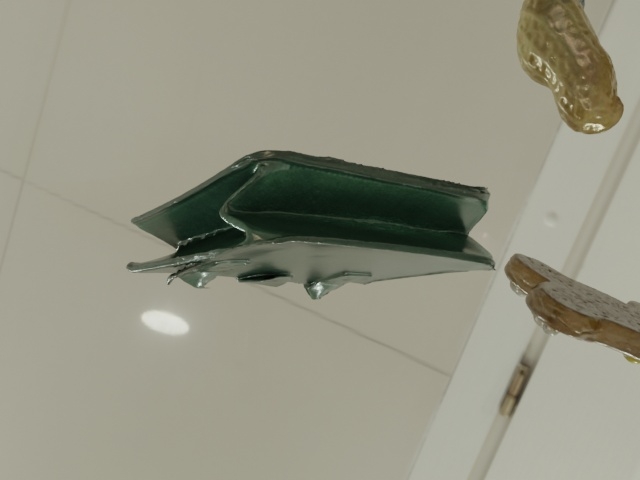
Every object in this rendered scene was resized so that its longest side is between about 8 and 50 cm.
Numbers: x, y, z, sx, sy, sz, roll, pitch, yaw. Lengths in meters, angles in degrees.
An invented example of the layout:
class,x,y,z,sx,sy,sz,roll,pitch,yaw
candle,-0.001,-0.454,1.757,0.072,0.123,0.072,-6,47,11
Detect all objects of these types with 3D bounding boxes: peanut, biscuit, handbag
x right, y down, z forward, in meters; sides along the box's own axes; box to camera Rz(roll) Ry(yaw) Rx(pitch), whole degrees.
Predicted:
class,x,y,z,sx,sy,sz,roll,pitch,yaw
peanut,0.294,-0.214,0.870,0.093,0.194,0.083,-21,167,7
biscuit,0.473,0.153,1.036,0.431,0.064,0.283,23,-165,-4
handbag,0.001,0.000,0.735,0.326,0.090,0.238,4,165,-40

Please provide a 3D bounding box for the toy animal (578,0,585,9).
class,x,y,z,sx,sy,sz,roll,pitch,yaw
toy animal,0.523,-0.498,1.526,0.121,0.210,0.117,31,-135,13
